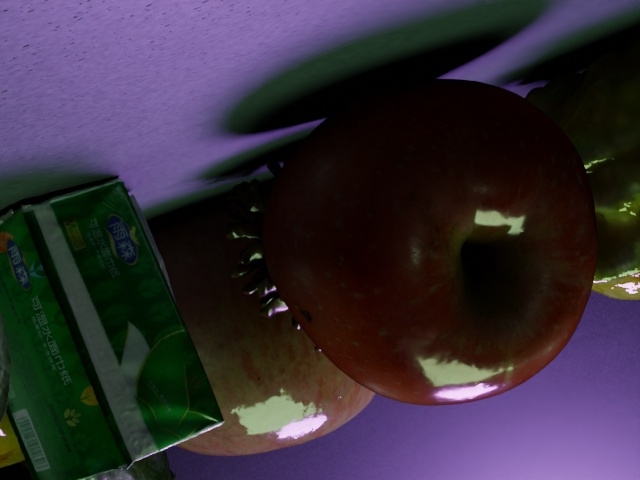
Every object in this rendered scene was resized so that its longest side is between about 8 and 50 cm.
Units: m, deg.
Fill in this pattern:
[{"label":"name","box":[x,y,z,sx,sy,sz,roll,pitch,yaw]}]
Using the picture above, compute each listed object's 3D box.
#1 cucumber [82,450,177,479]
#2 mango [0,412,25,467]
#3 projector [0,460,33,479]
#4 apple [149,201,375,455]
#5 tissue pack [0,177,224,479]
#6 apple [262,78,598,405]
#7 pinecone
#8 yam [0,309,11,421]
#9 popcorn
[{"label":"cucumber","box":[-0.204,0.234,1.375,0.145,0.105,0.325,-33,148,-17]},{"label":"mango","box":[-0.366,0.130,1.356,0.253,0.182,0.365,-18,166,23]},{"label":"projector","box":[-0.464,0.449,1.558,0.395,0.242,0.405,-53,165,-35]},{"label":"apple","box":[-0.080,0.097,1.538,0.345,0.269,0.345,-20,178,-1]},{"label":"tissue pack","box":[-0.169,0.069,1.116,0.156,0.209,0.148,-20,177,-39]},{"label":"apple","box":[0.082,0.001,1.113,0.260,0.260,0.216,-19,-163,-24]},{"label":"pinecone","box":[0.002,0.002,1.308,0.179,0.195,0.150,-58,-157,12]},{"label":"yam","box":[-0.332,0.087,0.848,0.268,0.161,0.161,-20,176,-2]},{"label":"popcorn","box":[0.350,-0.041,1.389,0.321,0.325,0.290,-15,-179,32]}]
